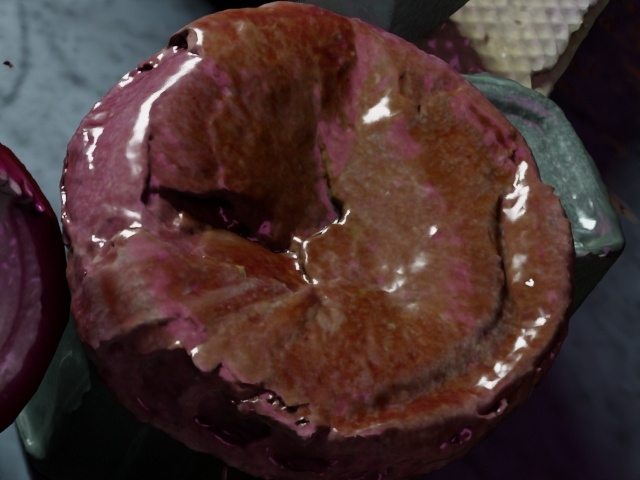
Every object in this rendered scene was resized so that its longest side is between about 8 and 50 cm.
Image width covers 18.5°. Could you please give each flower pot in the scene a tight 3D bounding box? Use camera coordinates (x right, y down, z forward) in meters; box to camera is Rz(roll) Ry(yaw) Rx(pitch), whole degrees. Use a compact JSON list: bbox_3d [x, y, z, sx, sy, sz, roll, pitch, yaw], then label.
[{"bbox_3d":[-0.003,0.016,0.752,0.229,0.108,0.103,-17,66,-32],"label":"flower pot"}]

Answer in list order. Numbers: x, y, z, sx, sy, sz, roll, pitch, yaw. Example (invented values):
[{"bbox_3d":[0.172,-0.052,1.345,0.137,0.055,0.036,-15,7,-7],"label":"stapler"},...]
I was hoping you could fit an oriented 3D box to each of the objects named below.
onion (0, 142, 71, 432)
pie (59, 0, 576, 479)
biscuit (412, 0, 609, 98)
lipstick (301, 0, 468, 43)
[{"bbox_3d":[-0.186,0.037,0.661,0.173,0.135,0.198,20,89,-22],"label":"onion"},{"bbox_3d":[0.000,0.000,0.665,0.182,0.049,0.182,8,60,-15],"label":"pie"},{"bbox_3d":[0.083,-0.125,0.908,0.108,0.062,0.239,37,54,0],"label":"biscuit"},{"bbox_3d":[-0.064,-0.202,0.846,0.317,0.068,0.066,40,55,20],"label":"lipstick"}]
